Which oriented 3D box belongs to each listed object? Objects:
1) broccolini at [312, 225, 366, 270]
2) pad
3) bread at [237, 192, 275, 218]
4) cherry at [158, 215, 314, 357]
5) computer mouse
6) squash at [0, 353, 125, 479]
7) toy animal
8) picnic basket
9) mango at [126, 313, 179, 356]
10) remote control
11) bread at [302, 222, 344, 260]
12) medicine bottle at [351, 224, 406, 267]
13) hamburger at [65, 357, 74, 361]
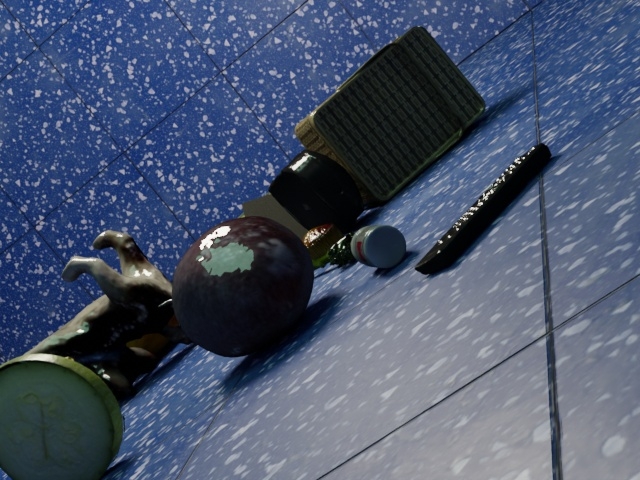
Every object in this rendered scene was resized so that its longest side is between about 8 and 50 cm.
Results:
[{"bbox_3d":[0.009,0.043,1.753,0.254,0.071,0.057,140,136,-56],"label":"broccolini"},{"bbox_3d":[-0.084,-0.039,2.228,0.143,0.003,0.211,-18,38,1],"label":"pad"},{"bbox_3d":[-0.095,-0.047,2.434,0.366,0.129,0.382,-35,8,18],"label":"bread"},{"bbox_3d":[-0.111,0.065,1.548,0.266,0.183,0.213,10,63,53],"label":"cherry"},{"bbox_3d":[-0.001,-0.093,2.039,0.087,0.168,0.295,-48,7,-16],"label":"computer mouse"},{"bbox_3d":[-0.391,0.264,1.549,0.219,0.219,0.041,-36,6,19],"label":"squash"},{"bbox_3d":[-0.400,0.195,2.127,0.344,0.303,0.194,-62,-4,14],"label":"toy animal"},{"bbox_3d":[0.139,-0.240,2.065,0.313,0.228,0.175,-40,5,-13],"label":"picnic basket"},{"bbox_3d":[-0.414,0.192,2.393,0.199,0.201,0.350,4,-1,1],"label":"mango"},{"bbox_3d":[0.198,-0.040,1.282,0.245,0.025,0.063,-43,7,-32],"label":"remote control"},{"bbox_3d":[0.000,0.000,1.933,0.085,0.053,0.085,-38,7,5],"label":"bread"},{"bbox_3d":[0.078,0.008,1.446,0.058,0.058,0.091,-39,7,-8],"label":"medicine bottle"},{"bbox_3d":[-0.533,0.305,2.382,0.124,0.130,0.262,-17,15,9],"label":"hamburger"}]
